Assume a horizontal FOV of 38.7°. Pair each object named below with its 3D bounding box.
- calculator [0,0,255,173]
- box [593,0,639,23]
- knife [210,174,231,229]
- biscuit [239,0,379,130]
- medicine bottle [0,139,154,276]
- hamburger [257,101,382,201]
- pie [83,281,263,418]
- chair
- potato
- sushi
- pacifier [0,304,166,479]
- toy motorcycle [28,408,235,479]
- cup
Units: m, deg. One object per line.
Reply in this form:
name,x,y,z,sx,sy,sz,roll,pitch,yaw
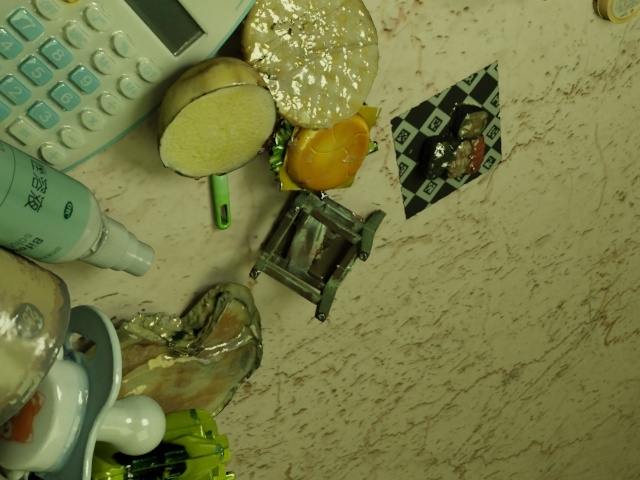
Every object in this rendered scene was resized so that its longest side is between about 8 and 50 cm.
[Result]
calculator,-0.270,-0.232,1.064,0.386,0.054,0.256,-43,140,1
box,0.514,-0.422,1.551,0.105,0.037,0.105,-21,134,-24
knife,-0.138,-0.103,1.308,0.054,0.015,0.212,-21,133,-25
biscuit,-0.009,-0.254,1.207,0.220,0.033,0.220,-4,97,-34
medicine bottle,-0.333,-0.032,1.100,0.110,0.110,0.352,-49,141,6
hamburger,-0.002,-0.146,1.321,0.189,0.093,0.164,12,115,-42
pie,-0.231,0.198,1.445,0.337,0.075,0.337,-24,141,-21
chair,0.000,0.000,1.440,0.136,0.147,0.270,-57,-179,19
potato,-0.137,-0.163,1.162,0.164,0.081,0.200,-14,157,-19
sushi,0.234,-0.154,1.542,0.219,0.047,0.231,-31,138,-15
pacifier,-0.322,0.242,1.256,0.233,0.244,0.299,20,87,-39
toy motorcycle,-0.308,0.350,1.382,0.342,0.206,0.142,-12,92,-2
cup,-0.491,0.088,1.073,0.301,0.227,0.257,-27,131,25
